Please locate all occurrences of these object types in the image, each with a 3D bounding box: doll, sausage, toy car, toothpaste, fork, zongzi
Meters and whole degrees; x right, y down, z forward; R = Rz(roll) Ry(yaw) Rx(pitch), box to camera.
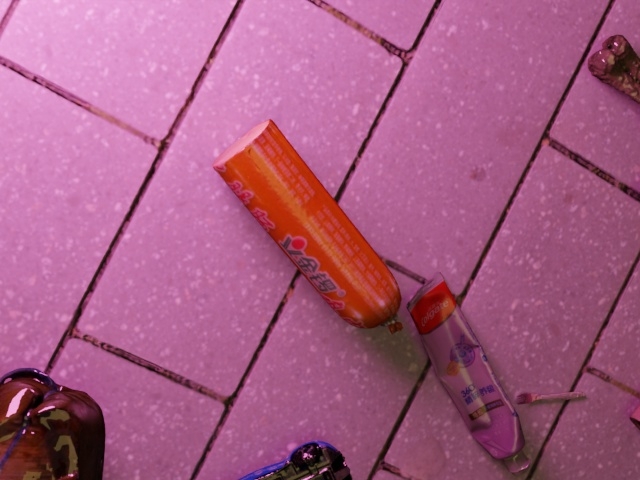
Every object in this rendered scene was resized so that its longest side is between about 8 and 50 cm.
[{"bbox_3d":[0.506,-0.175,1.122,0.203,0.091,0.285,-28,92,-23],"label":"doll"},{"bbox_3d":[0.000,0.000,0.991,0.093,0.093,0.312,-41,104,-8],"label":"sausage"},{"bbox_3d":[-0.063,0.331,1.024,0.216,0.063,0.103,-23,101,-6],"label":"toy car"},{"bbox_3d":[0.205,0.190,1.092,0.075,0.048,0.301,-31,101,-6],"label":"toothpaste"},{"bbox_3d":[0.325,0.223,1.146,0.115,0.012,0.016,-1,100,-20],"label":"fork"},{"bbox_3d":[-0.453,0.337,0.866,0.433,0.208,0.403,4,90,-4],"label":"zongzi"}]

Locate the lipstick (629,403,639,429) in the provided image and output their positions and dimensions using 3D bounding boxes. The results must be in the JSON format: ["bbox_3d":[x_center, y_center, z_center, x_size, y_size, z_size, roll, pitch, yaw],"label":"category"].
[{"bbox_3d":[0.558,0.183,1.173,0.070,0.070,0.254,43,84,-15],"label":"lipstick"}]
